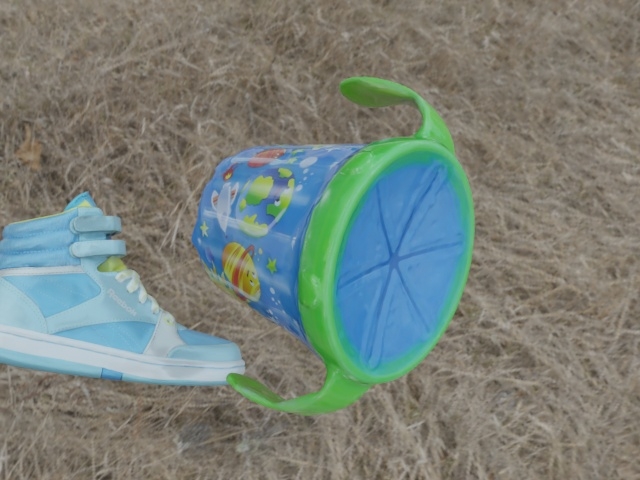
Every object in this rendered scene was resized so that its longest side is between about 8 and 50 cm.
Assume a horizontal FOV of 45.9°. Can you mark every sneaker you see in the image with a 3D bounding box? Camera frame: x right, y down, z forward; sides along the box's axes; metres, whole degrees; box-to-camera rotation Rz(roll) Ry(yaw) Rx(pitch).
[{"bbox_3d":[-0.226,0.057,0.878,0.319,0.127,0.208,13,77,-24],"label":"sneaker"}]

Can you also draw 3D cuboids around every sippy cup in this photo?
[{"bbox_3d":[0.000,0.000,0.763,0.305,0.224,0.240,-43,131,-32],"label":"sippy cup"}]
